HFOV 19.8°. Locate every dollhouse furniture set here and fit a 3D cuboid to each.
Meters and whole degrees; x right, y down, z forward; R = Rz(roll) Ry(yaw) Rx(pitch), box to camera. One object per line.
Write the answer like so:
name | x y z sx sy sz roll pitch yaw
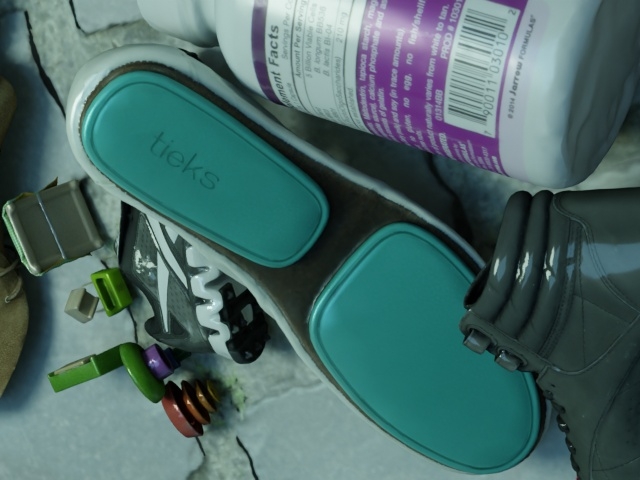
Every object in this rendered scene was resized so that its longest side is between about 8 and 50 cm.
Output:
dollhouse furniture set | -0.198 0.033 1.388 0.058 0.076 0.152 -20 94 44

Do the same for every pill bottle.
pill bottle | 0.042 -0.151 1.139 0.301 0.169 0.169 20 116 22

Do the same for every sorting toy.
sorting toy | -0.108 0.102 1.376 0.042 0.061 0.102 -32 129 6

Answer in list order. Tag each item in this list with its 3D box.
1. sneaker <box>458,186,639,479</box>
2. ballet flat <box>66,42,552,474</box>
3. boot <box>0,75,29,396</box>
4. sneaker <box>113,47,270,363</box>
sneaker | 0.162 0.087 1.173 0.147 0.104 0.296 9 120 13
ballet flat | 0.000 0.000 1.224 0.400 0.139 0.139 39 125 -18
boot | -0.270 0.008 1.425 0.115 0.112 0.305 17 114 -10
sneaker | -0.109 -0.021 1.320 0.106 0.078 0.234 -2 109 26
